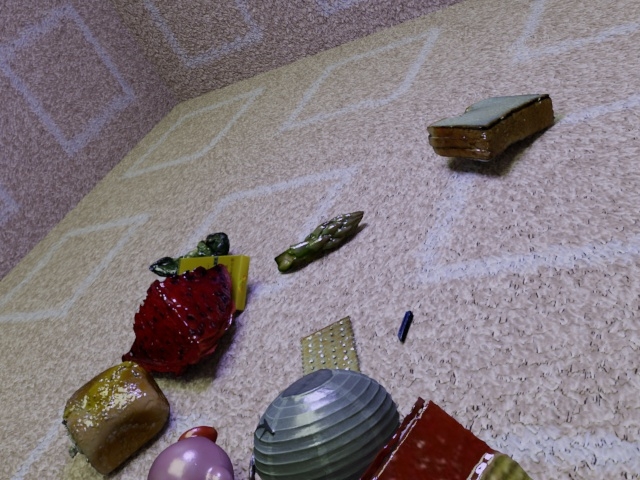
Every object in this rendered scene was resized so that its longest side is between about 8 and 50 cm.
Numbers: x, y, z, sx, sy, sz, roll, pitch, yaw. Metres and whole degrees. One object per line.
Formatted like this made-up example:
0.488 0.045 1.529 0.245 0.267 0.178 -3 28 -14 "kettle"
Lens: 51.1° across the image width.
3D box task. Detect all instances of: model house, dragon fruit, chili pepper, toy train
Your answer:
0.186 0.382 0.950 0.254 0.160 0.196 31 63 24 "model house"
-0.346 0.252 1.763 0.329 0.228 0.286 -54 -16 27 "dragon fruit"
-0.381 0.062 2.087 0.265 0.116 0.148 -25 1 19 "chili pepper"
0.179 0.185 1.430 0.017 0.017 0.083 -12 34 36 "toy train"

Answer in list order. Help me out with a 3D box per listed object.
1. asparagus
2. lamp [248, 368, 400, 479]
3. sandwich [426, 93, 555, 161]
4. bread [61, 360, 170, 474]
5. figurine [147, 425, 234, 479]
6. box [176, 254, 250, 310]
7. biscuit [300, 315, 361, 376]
0.000 0.000 1.838 0.287 0.080 0.080 -32 28 -1 "asparagus"
0.011 0.343 1.135 0.265 0.233 0.233 -23 19 -39 "lamp"
0.445 -0.310 1.811 0.273 0.095 0.249 -29 24 -27 "sandwich"
-0.495 0.408 1.570 0.246 0.176 0.195 -40 27 -14 "bread"
-0.240 0.458 1.255 0.173 0.173 0.173 -24 29 14 "figurine"
-0.314 0.122 1.904 0.279 0.041 0.153 -4 75 41 "box"
0.021 0.263 1.460 0.139 0.016 0.231 -27 29 10 "biscuit"
